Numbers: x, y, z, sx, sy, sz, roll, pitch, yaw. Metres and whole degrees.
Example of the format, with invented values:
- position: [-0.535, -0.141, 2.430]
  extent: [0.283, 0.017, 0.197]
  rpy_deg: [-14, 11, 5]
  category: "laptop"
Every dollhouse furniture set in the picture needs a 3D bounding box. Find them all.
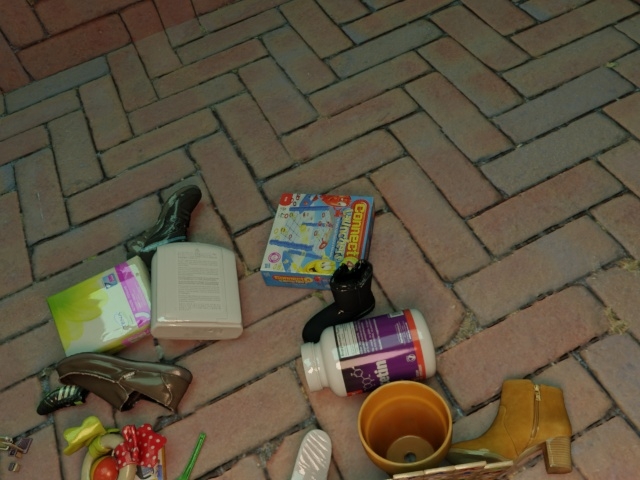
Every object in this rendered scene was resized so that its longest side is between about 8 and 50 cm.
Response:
- position: [-0.850, 0.551, 1.483]
  extent: [0.114, 0.081, 0.091]
  rpy_deg: [2, 54, 12]
  category: "dollhouse furniture set"

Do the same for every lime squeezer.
- position: [-0.364, 0.605, 1.347]
  extent: [0.058, 0.110, 0.310]
  rpy_deg: [-6, 20, 26]
  category: "lime squeezer"

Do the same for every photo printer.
- position: [-0.363, 0.136, 1.634]
  extent: [0.255, 0.107, 0.308]
  rpy_deg: [4, 49, -21]
  category: "photo printer"

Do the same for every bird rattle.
- position: [-0.513, 0.550, 1.404]
  extent: [0.253, 0.143, 0.207]
  rpy_deg: [6, 78, 21]
  category: "bird rattle"

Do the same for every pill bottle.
- position: [0.120, 0.291, 1.430]
  extent: [0.322, 0.182, 0.182]
  rpy_deg: [-13, 53, 1]
  category: "pill bottle"

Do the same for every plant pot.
- position: [0.198, 0.458, 1.274]
  extent: [0.205, 0.188, 0.205]
  rpy_deg: [-8, 40, 7]
  category: "plant pot"

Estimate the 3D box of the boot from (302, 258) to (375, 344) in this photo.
- position: [0.041, 0.167, 1.521]
  extent: [0.246, 0.207, 0.094]
  rpy_deg: [-31, 54, -12]
  category: "boot"

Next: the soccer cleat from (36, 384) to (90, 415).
- position: [-0.698, 0.435, 1.556]
  extent: [0.178, 0.060, 0.072]
  rpy_deg: [-33, 56, -17]
  category: "soccer cleat"

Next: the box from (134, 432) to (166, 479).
- position: [-0.439, 0.560, 1.433]
  extent: [0.081, 0.028, 0.136]
  rpy_deg: [-17, 55, -1]
  category: "box"

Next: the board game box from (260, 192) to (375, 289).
- position: [0.000, 0.000, 1.728]
  extent: [0.301, 0.086, 0.308]
  rpy_deg: [3, 54, 13]
  category: "board game box"

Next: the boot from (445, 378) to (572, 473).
- position: [0.437, 0.431, 1.328]
  extent: [0.294, 0.104, 0.211]
  rpy_deg: [2, 49, 6]
  category: "boot"

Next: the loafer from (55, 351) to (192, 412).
- position: [-0.534, 0.385, 1.495]
  extent: [0.365, 0.134, 0.130]
  rpy_deg: [5, 60, 3]
  category: "loafer"

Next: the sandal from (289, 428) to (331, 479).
- position: [-0.034, 0.579, 1.310]
  extent: [0.101, 0.076, 0.266]
  rpy_deg: [19, 69, -2]
  category: "sandal"

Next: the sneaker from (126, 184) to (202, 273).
- position: [-0.478, -0.031, 1.841]
  extent: [0.139, 0.125, 0.341]
  rpy_deg: [28, 68, 9]
  category: "sneaker"

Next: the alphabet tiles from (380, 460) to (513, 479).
- position: [0.237, 0.496, 1.156]
  extent: [0.284, 0.343, 0.011]
  rpy_deg: [-10, 60, 3]
  category: "alphabet tiles"

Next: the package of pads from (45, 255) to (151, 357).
- position: [-0.621, 0.214, 1.650]
  extent: [0.296, 0.101, 0.229]
  rpy_deg: [-26, 70, -7]
  category: "package of pads"
